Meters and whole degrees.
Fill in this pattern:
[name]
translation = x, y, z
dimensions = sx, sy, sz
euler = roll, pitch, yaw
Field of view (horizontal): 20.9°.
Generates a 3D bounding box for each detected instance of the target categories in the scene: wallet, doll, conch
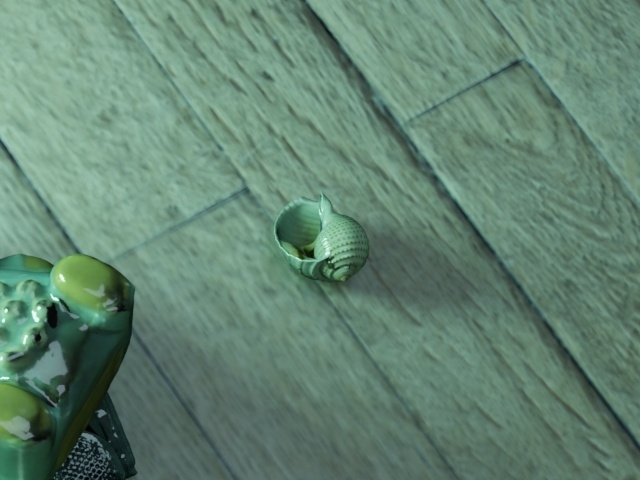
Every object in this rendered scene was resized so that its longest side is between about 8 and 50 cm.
[wallet]
translation = -0.209, 0.155, 1.304
dimensions = 0.129, 0.026, 0.088
euler = -12, 68, -27
[doll]
translation = -0.277, 0.057, 1.235
dimensions = 0.261, 0.161, 0.177
euler = 26, 63, 5
[conch]
translation = 0.001, 0.004, 1.456
dimensions = 0.076, 0.056, 0.085
euler = -14, 38, -10
